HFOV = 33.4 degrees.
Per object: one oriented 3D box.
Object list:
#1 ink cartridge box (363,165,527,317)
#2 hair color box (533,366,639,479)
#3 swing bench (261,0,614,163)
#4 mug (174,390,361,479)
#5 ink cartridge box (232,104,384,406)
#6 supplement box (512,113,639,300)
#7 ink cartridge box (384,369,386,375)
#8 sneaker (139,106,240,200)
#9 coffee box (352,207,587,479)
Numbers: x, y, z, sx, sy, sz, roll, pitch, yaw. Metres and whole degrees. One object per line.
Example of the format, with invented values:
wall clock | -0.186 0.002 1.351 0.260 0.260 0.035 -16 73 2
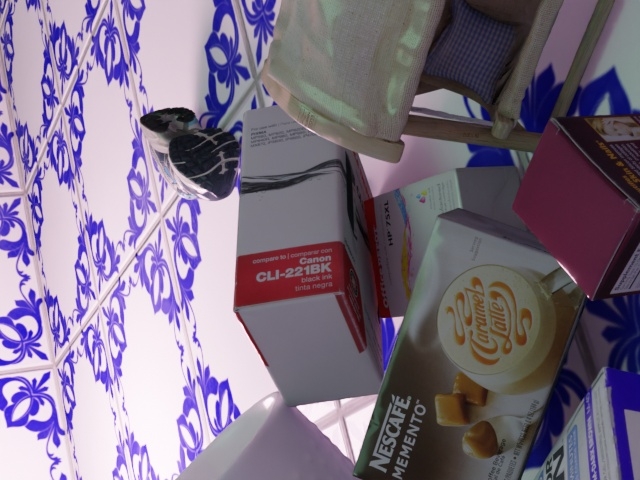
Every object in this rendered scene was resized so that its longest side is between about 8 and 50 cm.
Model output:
ink cartridge box | 0.118 0.009 1.113 0.231 0.078 0.134 -18 78 62
hair color box | 0.214 0.282 0.850 0.185 0.110 0.339 -81 4 -48
swing bench | 0.108 -0.212 0.903 0.165 0.255 0.253 56 141 43
mug | -0.022 0.372 1.229 0.328 0.276 0.374 45 -172 -3
ink cartridge box | -0.009 0.009 1.146 0.197 0.114 0.273 67 -164 -49
supplement box | 0.245 -0.029 0.743 0.104 0.188 0.081 58 143 41
ink cartridge box | 0.124 0.159 1.128 0.207 0.046 0.097 124 135 -63
sneaker | -0.194 -0.116 1.691 0.283 0.110 0.122 -134 28 -53
coffee box | 0.138 0.111 0.944 0.141 0.098 0.246 21 102 15
